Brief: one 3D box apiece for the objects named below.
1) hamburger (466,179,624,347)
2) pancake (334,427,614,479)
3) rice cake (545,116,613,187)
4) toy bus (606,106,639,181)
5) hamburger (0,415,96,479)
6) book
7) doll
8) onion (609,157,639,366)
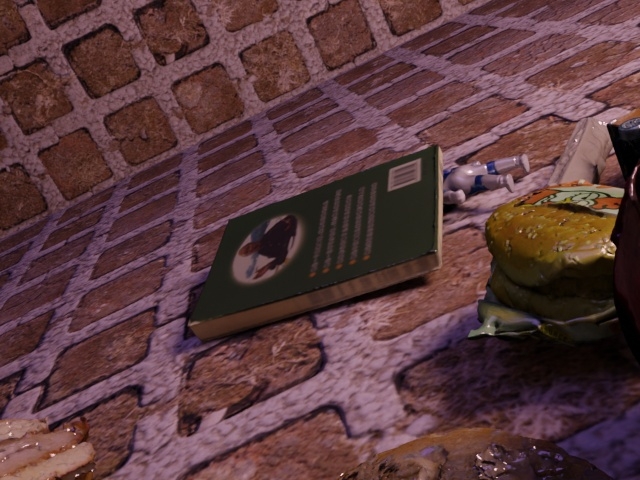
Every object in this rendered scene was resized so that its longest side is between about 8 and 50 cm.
[{"bbox_3d":[0.227,0.024,0.640,0.235,0.125,0.214,-14,10,-8],"label":"hamburger"},{"bbox_3d":[0.069,0.221,0.473,0.282,0.049,0.282,-22,21,9],"label":"pancake"},{"bbox_3d":[0.329,-0.088,0.901,0.057,0.052,0.256,18,40,21],"label":"rice cake"},{"bbox_3d":[0.418,-0.104,0.779,0.103,0.091,0.182,-29,19,-7],"label":"toy bus"},{"bbox_3d":[-0.364,0.288,0.669,0.155,0.245,0.282,22,2,31],"label":"hamburger"},{"bbox_3d":[0.000,0.000,1.010,0.371,0.043,0.260,-18,33,23],"label":"book"},{"bbox_3d":[0.184,-0.077,1.036,0.227,0.057,0.114,-7,27,35],"label":"doll"},{"bbox_3d":[0.269,0.018,0.400,0.195,0.272,0.272,-4,6,-34],"label":"onion"}]
